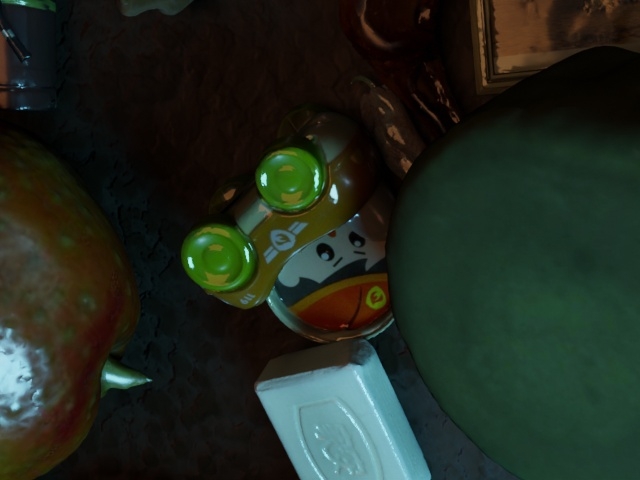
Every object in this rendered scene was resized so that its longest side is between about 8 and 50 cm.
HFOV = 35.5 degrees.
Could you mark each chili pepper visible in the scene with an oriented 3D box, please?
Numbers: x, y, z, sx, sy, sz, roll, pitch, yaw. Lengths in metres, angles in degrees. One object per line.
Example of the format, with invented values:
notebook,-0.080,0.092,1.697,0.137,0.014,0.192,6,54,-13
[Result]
chili pepper,0.077,-0.100,0.991,0.041,0.050,0.153,-26,87,-20

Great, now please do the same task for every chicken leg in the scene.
chicken leg,0.095,-0.224,0.941,0.158,0.096,0.407,-7,98,5

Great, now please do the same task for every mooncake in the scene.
mooncake,0.237,0.030,0.796,0.356,0.194,0.356,23,126,35

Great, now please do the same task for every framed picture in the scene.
framed picture,0.261,-0.243,0.863,0.274,0.017,0.217,-6,97,9

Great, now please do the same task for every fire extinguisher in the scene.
fire extinguisher,-0.338,-0.314,1.094,0.141,0.105,0.341,18,109,56

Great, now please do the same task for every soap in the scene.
soap,0.026,0.195,1.023,0.121,0.064,0.183,-17,110,24

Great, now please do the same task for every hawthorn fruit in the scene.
hawthorn fruit,-0.360,0.072,1.048,0.403,0.403,0.402,4,100,23

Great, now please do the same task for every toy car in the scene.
toy car,0.000,0.000,1.003,0.235,0.145,0.235,4,115,8

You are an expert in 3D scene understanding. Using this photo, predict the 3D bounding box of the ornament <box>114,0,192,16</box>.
ornament,-0.171,-0.377,0.977,0.217,0.221,0.235,50,158,12
